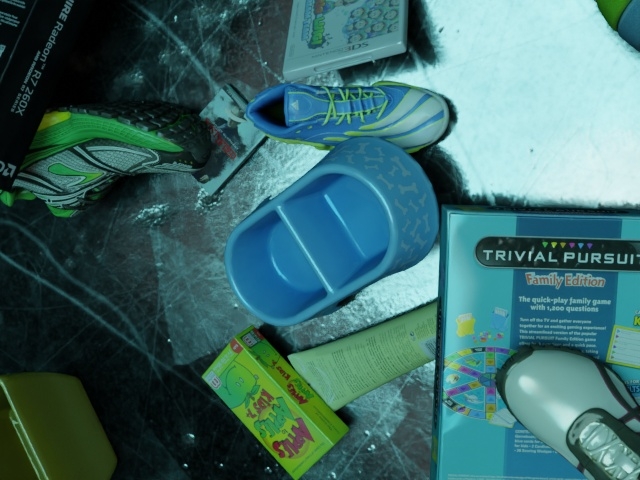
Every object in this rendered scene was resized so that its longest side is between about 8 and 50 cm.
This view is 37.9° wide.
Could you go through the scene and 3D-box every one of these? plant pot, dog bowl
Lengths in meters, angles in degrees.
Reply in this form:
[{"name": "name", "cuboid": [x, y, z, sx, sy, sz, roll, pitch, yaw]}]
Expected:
[{"name": "plant pot", "cuboid": [-0.403, 0.291, 1.256, 0.212, 0.187, 0.212, -28, 88, 20]}, {"name": "dog bowl", "cuboid": [0.000, 0.000, 1.086, 0.297, 0.074, 0.166, -33, 88, 39]}]

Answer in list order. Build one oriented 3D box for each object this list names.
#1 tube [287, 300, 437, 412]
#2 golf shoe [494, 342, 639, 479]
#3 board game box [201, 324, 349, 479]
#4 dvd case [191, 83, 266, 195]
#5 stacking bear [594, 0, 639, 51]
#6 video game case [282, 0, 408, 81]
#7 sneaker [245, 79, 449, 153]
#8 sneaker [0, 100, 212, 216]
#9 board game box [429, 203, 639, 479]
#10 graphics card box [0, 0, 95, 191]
[{"name": "tube", "cuboid": [0.076, 0.136, 1.137, 0.240, 0.062, 0.070, -28, 52, 24]}, {"name": "golf shoe", "cuboid": [0.298, 0.203, 0.931, 0.273, 0.120, 0.105, 37, 99, -2]}, {"name": "board game box", "cuboid": [-0.059, 0.206, 1.186, 0.181, 0.043, 0.092, 46, 125, 9]}, {"name": "dvd case", "cuboid": [-0.130, -0.128, 1.198, 0.119, 0.013, 0.087, -45, 81, 18]}, {"name": "stacking bear", "cuboid": [0.327, -0.289, 0.943, 0.164, 0.175, 0.289, -43, 74, 21]}, {"name": "video game case", "cuboid": [0.031, -0.257, 1.069, 0.143, 0.019, 0.157, -11, 50, 21]}, {"name": "sneaker", "cuboid": [0.022, -0.140, 1.081, 0.240, 0.126, 0.091, 1, 97, 20]}, {"name": "sneaker", "cuboid": [-0.286, -0.106, 1.210, 0.344, 0.134, 0.146, 2, 104, 28]}, {"name": "board game box", "cuboid": [0.254, 0.133, 1.022, 0.254, 0.079, 0.336, 2, 97, 2]}, {"name": "graphics card box", "cuboid": [-0.415, -0.269, 1.162, 0.233, 0.094, 0.371, 21, 86, 27]}]
